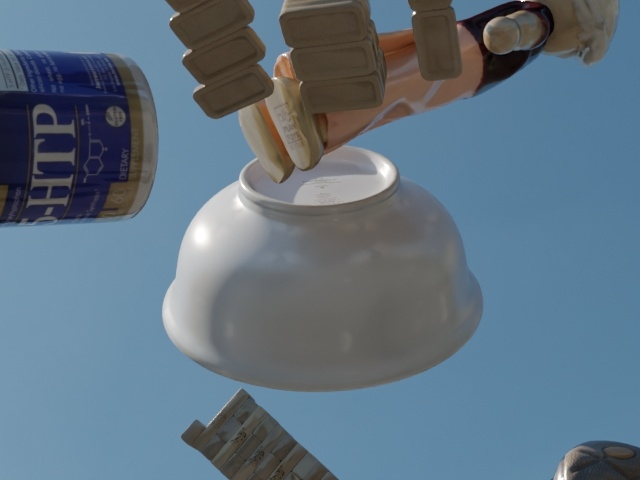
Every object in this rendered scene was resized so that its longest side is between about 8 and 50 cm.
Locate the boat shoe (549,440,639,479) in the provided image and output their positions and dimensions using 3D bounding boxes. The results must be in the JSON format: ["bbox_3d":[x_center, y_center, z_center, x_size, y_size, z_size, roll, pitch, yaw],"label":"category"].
[{"bbox_3d":[0.204,0.293,0.735,0.123,0.325,0.116,10,-40,-15],"label":"boat shoe"}]

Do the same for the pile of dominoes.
[{"bbox_3d":[-0.016,-0.192,0.758,0.195,0.040,0.251,-4,-45,12],"label":"pile of dominoes"}]

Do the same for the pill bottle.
[{"bbox_3d":[-0.206,-0.062,0.714,0.186,0.112,0.112,-4,-41,-32],"label":"pill bottle"}]

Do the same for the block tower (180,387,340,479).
[{"bbox_3d":[-0.009,0.307,1.331,0.097,0.335,0.091,-48,-25,-10],"label":"block tower"}]

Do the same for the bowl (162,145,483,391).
[{"bbox_3d":[0.000,0.000,1.039,0.297,0.298,0.134,-5,-64,-5],"label":"bowl"}]

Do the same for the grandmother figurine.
[{"bbox_3d":[0.112,-0.151,0.947,0.342,0.207,0.104,-25,-78,-23],"label":"grandmother figurine"}]
